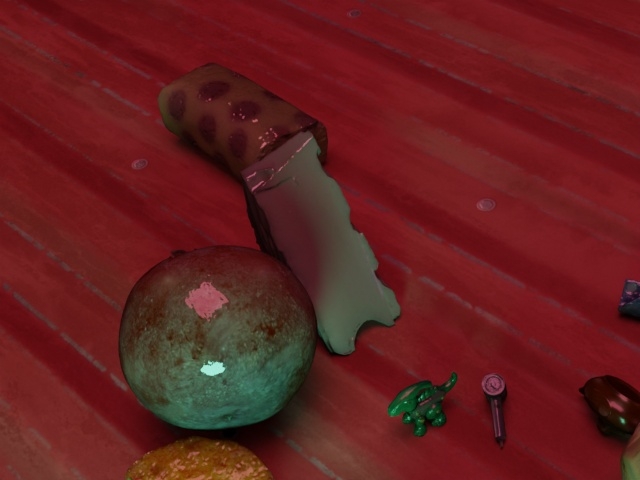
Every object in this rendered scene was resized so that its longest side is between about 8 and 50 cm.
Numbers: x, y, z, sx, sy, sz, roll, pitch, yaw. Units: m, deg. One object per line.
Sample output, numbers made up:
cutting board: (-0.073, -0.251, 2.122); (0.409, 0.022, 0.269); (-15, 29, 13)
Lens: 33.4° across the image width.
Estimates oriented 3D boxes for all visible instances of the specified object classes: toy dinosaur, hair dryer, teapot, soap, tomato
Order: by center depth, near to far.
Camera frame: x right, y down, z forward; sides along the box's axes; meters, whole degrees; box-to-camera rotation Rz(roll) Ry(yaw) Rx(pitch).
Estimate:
teapot: (0.446, 0.258, 1.634); (0.098, 0.078, 0.129); (14, 20, -34)
hair dryer: (0.277, 0.270, 1.672); (0.037, 0.063, 0.114); (-8, 66, 11)
toy dinosaur: (0.164, 0.250, 1.676); (0.132, 0.096, 0.059); (-32, 49, -17)
tomato: (-0.161, 0.151, 1.690); (0.316, 0.317, 0.283); (-13, 60, -2)
soap: (0.000, 0.000, 1.846); (0.158, 0.258, 0.302); (-27, 47, -17)

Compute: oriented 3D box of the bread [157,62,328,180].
bread: (-0.164, -0.241, 2.192); (0.187, 0.155, 0.338); (-34, 48, -28)

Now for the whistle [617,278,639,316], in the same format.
whistle: (0.640, 0.126, 1.730); (0.304, 0.062, 0.062); (14, 50, 24)

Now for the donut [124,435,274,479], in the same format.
donut: (-0.149, 0.385, 1.600); (0.259, 0.101, 0.152); (26, 55, 33)

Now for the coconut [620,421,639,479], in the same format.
coconut: (0.532, 0.325, 1.456); (0.221, 0.202, 0.202); (-12, 44, 2)
